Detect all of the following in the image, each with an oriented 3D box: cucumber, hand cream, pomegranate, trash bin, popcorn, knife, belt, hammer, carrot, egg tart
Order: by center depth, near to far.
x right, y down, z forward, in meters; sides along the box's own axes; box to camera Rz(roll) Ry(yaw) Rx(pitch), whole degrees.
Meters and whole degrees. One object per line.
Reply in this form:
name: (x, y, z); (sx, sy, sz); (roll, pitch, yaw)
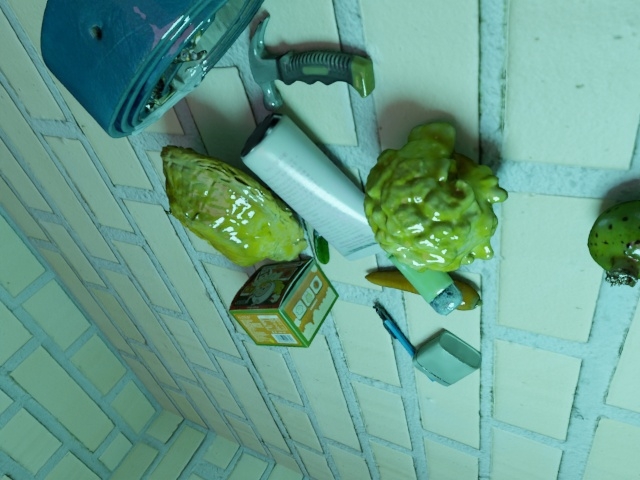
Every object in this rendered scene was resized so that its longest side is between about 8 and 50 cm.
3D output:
pomegranate: (0.452, 0.007, 0.666); (0.130, 0.130, 0.130); (21, 140, 19)
belt: (-0.234, -0.325, 0.696); (0.436, 0.300, 0.173); (-19, 115, 50)
popcorn: (0.186, -0.063, 0.749); (0.234, 0.217, 0.181); (24, 168, 5)
hammer: (-0.020, -0.287, 0.783); (0.226, 0.041, 0.159); (15, 139, 26)
hand cream: (0.004, -0.092, 0.930); (0.358, 0.118, 0.185); (43, 140, -21)
hand cream: (0.210, 0.067, 0.931); (0.175, 0.045, 0.095); (54, 132, 22)
carrot: (0.211, 0.093, 0.997); (0.271, 0.066, 0.062); (14, 94, 29)
egg tart: (-0.216, -0.065, 1.016); (0.339, 0.153, 0.352); (27, 164, 25)
cucumber: (0.000, 0.000, 1.071); (0.037, 0.037, 0.155); (18, 138, 21)
trash bin: (0.302, 0.287, 1.123); (0.116, 0.059, 0.130); (33, 141, 1)
knife: (0.212, 0.264, 1.185); (0.297, 0.026, 0.044); (52, 171, -20)

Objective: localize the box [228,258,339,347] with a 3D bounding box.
box: (-0.094, 0.157, 1.189); (0.194, 0.178, 0.148); (-9, 125, 42)
